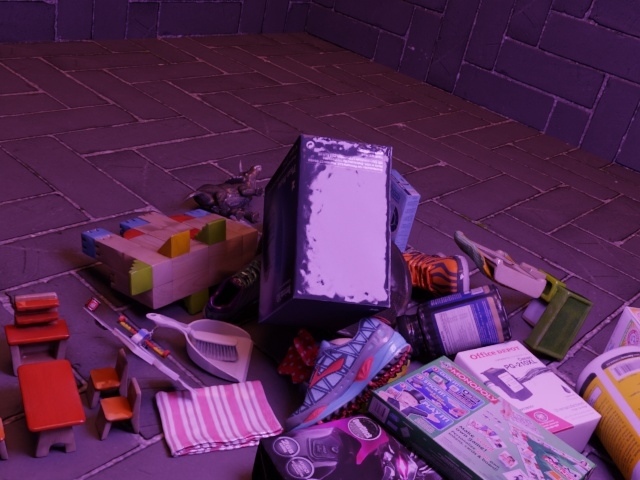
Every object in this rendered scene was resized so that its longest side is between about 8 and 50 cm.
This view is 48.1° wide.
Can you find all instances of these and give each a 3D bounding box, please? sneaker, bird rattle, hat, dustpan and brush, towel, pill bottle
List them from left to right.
[{"bbox_3d":[-0.233,0.187,1.376,0.211,0.060,0.147,14,28,-4],"label":"dustpan and brush"},{"bbox_3d":[-0.176,0.299,1.237,0.197,0.029,0.144,-1,31,-26],"label":"towel"},{"bbox_3d":[-0.147,0.088,1.477,0.083,0.098,0.223,40,64,10],"label":"sneaker"},{"bbox_3d":[0.030,0.081,1.576,0.332,0.134,0.331,15,58,-26],"label":"hat"},{"bbox_3d":[0.031,0.235,1.240,0.125,0.262,0.104,51,4,28],"label":"sneaker"},{"bbox_3d":[0.057,0.249,1.385,0.254,0.143,0.207,14,13,30],"label":"bird rattle"},{"bbox_3d":[0.229,0.090,1.670,0.180,0.124,0.321,1,1,-6],"label":"sneaker"},{"bbox_3d":[0.274,0.175,1.490,0.219,0.122,0.122,-16,27,9],"label":"pill bottle"},{"bbox_3d":[0.618,0.362,1.299,0.188,0.187,0.334,6,29,-13],"label":"pill bottle"}]

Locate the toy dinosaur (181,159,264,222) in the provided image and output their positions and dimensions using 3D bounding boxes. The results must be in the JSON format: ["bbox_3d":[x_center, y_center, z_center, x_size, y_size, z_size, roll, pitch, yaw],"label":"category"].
[{"bbox_3d":[-0.255,-0.110,1.901,0.160,0.120,0.314,20,31,38],"label":"toy dinosaur"}]

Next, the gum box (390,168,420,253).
[{"bbox_3d":[0.195,-0.075,1.920,0.041,0.184,0.157,0,30,-23],"label":"gum box"}]

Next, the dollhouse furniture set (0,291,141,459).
[{"bbox_3d":[-0.447,0.214,1.163,0.262,0.135,0.259,-4,33,-29],"label":"dollhouse furniture set"}]

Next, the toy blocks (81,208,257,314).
[{"bbox_3d":[-0.330,0.020,1.563,0.261,0.190,0.381,20,27,36],"label":"toy blocks"}]

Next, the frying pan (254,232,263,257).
[{"bbox_3d":[-0.045,0.043,1.682,0.053,0.197,0.326,34,-10,34],"label":"frying pan"}]

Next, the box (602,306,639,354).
[{"bbox_3d":[0.671,0.253,1.503,0.114,0.203,0.103,9,28,-8],"label":"box"}]

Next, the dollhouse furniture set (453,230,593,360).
[{"bbox_3d":[0.424,0.122,1.623,0.302,0.151,0.197,23,12,-25],"label":"dollhouse furniture set"}]

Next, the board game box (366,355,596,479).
[{"bbox_3d":[0.260,0.321,1.176,0.317,0.046,0.214,34,30,34],"label":"board game box"}]

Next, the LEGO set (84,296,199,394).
[{"bbox_3d":[-0.319,0.167,1.268,0.244,0.182,0.060,26,73,42],"label":"LEGO set"}]

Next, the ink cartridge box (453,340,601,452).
[{"bbox_3d":[0.381,0.310,1.382,0.172,0.100,0.237,-5,33,-32],"label":"ink cartridge box"}]

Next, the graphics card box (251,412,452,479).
[{"bbox_3d":[0.104,0.383,1.139,0.371,0.094,0.233,-6,33,-30],"label":"graphics card box"}]

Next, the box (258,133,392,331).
[{"bbox_3d":[0.000,0.000,1.329,0.183,0.296,0.293,5,73,-15],"label":"box"}]
